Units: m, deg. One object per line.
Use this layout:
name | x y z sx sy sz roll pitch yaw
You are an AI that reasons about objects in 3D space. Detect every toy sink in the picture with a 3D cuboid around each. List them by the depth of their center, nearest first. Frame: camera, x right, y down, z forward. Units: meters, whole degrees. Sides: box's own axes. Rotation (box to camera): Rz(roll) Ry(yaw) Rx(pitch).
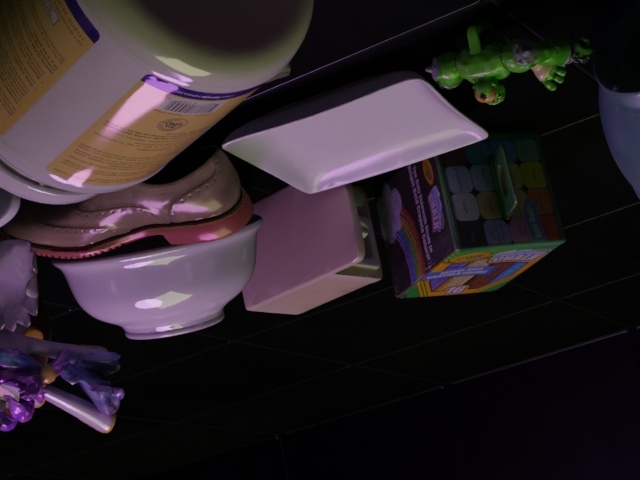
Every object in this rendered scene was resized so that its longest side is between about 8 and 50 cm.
toy sink | 0.000 0.000 2.267 0.234 0.153 0.131 -26 158 37

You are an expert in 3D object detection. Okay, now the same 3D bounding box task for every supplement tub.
supplement tub | -0.185 -0.186 1.393 0.241 0.241 0.331 1 159 -36

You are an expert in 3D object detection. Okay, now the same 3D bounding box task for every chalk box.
chalk box | 0.224 -0.047 2.218 0.179 0.180 0.289 -4 163 -23

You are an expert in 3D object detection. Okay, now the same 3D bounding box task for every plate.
plate | 0.048 -0.145 2.007 0.278 0.045 0.277 -17 161 21

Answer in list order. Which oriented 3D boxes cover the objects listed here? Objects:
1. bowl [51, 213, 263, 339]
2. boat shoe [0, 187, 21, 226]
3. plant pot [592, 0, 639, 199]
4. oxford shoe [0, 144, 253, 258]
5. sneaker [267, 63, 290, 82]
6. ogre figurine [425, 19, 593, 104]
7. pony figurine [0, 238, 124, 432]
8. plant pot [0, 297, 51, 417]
bowl | -0.215 0.056 2.152 0.297 0.134 0.298 -10 -172 2
boat shoe | -0.476 -0.034 1.969 0.258 0.095 0.084 -8 170 27
plant pot | 0.444 -0.188 1.812 0.293 0.293 0.196 -24 133 34
oxford shoe | -0.267 -0.065 2.009 0.348 0.123 0.130 -8 128 12
sneaker | -0.155 -0.210 1.602 0.281 0.115 0.105 -2 -167 32
ogre figurine | 0.208 -0.212 1.835 0.197 0.097 0.118 16 -167 32
pony figurine | -0.441 0.156 2.085 0.351 0.303 0.363 11 168 46
plant pot | -0.566 0.154 2.346 0.230 0.215 0.215 22 145 -37
